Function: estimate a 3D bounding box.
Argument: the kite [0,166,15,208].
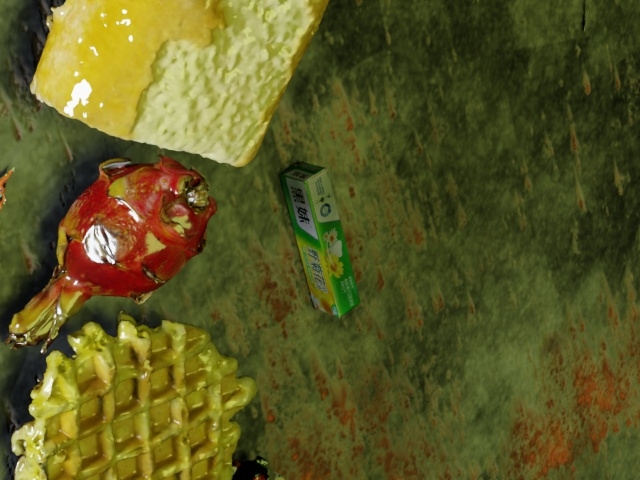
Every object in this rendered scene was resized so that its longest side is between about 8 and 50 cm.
[{"bbox_3d":[-0.349,0.037,1.626,0.125,0.008,0.222,2,102,-45],"label":"kite"}]

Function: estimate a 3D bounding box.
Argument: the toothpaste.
[{"bbox_3d":[0.000,0.000,1.936,0.037,0.043,0.178,-33,125,-30],"label":"toothpaste"}]

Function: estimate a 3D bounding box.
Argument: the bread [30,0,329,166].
[{"bbox_3d":[-0.102,-0.264,1.616,0.236,0.165,0.375,12,112,-35],"label":"bread"}]

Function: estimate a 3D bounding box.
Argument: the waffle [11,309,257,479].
[{"bbox_3d":[-0.198,0.224,1.791,0.307,0.060,0.312,22,91,-48],"label":"waffle"}]

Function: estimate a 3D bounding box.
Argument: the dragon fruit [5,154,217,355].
[{"bbox_3d":[-0.207,0.018,1.688,0.125,0.125,0.246,43,86,-10],"label":"dragon fruit"}]

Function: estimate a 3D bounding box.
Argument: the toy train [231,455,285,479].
[{"bbox_3d":[-0.091,0.305,1.942,0.138,0.050,0.087,-56,137,-15],"label":"toy train"}]

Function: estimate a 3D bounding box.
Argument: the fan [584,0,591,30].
[{"bbox_3d":[0.346,-0.395,2.132,0.182,0.010,0.310,-55,157,-60],"label":"fan"}]
